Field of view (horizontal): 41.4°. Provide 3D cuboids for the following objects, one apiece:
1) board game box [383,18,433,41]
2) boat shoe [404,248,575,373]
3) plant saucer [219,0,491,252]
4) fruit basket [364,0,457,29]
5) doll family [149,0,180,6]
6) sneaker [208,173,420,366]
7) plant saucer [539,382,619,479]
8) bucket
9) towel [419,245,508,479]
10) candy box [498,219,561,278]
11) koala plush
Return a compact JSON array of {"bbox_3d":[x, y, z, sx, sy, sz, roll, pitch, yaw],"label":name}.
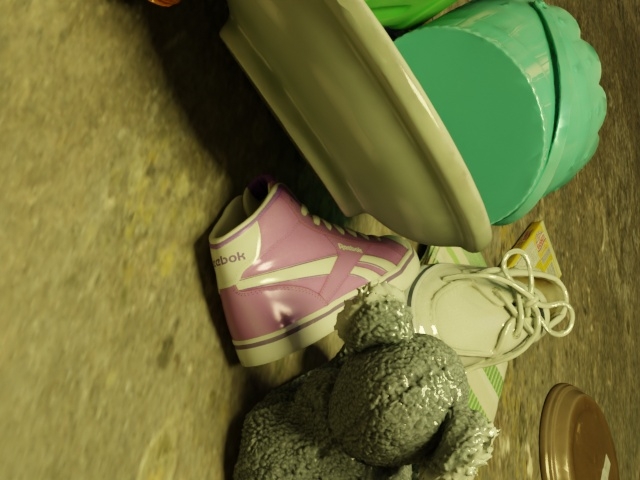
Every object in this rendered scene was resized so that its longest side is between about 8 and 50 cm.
[{"bbox_3d":[0.089,-0.354,1.144,0.201,0.035,0.136,36,51,-43],"label":"board game box"},{"bbox_3d":[0.216,0.084,1.002,0.367,0.156,0.136,3,76,-56],"label":"boat shoe"},{"bbox_3d":[0.005,-0.133,0.793,0.400,0.100,0.400,54,2,-2],"label":"plant saucer"},{"bbox_3d":[0.107,-0.453,0.944,0.392,0.283,0.392,11,70,-33],"label":"fruit basket"},{"bbox_3d":[-0.158,-0.292,0.731,0.163,0.118,0.263,43,28,-30],"label":"doll family"},{"bbox_3d":[0.001,0.000,0.843,0.282,0.102,0.161,-24,95,-55],"label":"sneaker"},{"bbox_3d":[0.428,0.369,1.374,0.278,0.041,0.278,26,58,-49],"label":"plant saucer"},{"bbox_3d":[0.191,-0.151,1.026,0.183,0.281,0.281,-32,105,-49],"label":"bucket"},{"bbox_3d":[0.170,0.136,1.093,0.248,0.038,0.325,58,37,-26],"label":"towel"},{"bbox_3d":[0.340,0.052,1.368,0.206,0.027,0.105,-38,107,-53],"label":"candy box"},{"bbox_3d":[0.049,0.154,0.716,0.203,0.221,0.196,-14,66,-36],"label":"koala plush"}]
